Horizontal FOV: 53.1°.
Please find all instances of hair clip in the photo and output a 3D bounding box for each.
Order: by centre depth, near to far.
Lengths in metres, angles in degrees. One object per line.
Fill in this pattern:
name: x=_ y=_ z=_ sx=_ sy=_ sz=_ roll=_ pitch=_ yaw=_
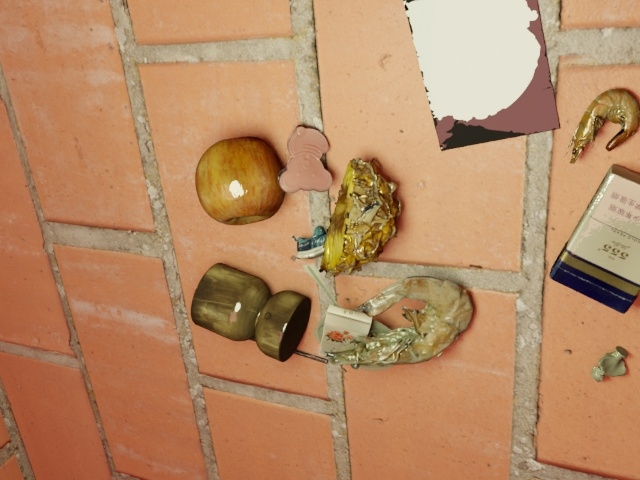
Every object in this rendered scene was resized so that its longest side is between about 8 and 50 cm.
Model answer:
hair clip: x=-0.032 y=-0.181 z=1.446 sx=0.123 sy=0.102 sz=0.138 roll=5 pitch=115 yaw=-14

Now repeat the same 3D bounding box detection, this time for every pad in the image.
pad: x=0.308 y=-0.369 z=1.246 sx=0.247 sy=0.007 sz=0.368 roll=-8 pitch=110 yaw=29

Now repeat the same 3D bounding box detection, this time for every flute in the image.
flute: x=-0.102 y=0.299 z=1.775 sx=0.269 sy=0.014 sz=0.014 roll=13 pitch=119 yaw=20

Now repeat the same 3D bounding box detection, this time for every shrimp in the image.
shrimp: x=0.530 y=-0.205 z=1.200 sx=0.095 sy=0.045 sz=0.163 roll=20 pitch=118 yaw=-7
shrimp: x=0.176 y=0.194 z=1.460 sx=0.360 sy=0.085 sz=0.247 roll=-20 pitch=123 yaw=2

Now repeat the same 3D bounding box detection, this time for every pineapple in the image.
pineapple: x=0.108 y=-0.026 z=1.408 sx=0.161 sy=0.158 sz=0.335 roll=12 pitch=113 yaw=-11

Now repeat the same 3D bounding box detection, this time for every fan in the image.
fan: x=0.065 y=0.195 z=1.556 sx=0.232 sy=0.012 sz=0.415 roll=-7 pitch=132 yaw=27

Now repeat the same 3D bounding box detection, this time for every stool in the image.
stool: x=-0.179 y=0.183 z=1.658 sx=0.264 sy=0.179 sz=0.179 roll=21 pitch=121 yaw=17

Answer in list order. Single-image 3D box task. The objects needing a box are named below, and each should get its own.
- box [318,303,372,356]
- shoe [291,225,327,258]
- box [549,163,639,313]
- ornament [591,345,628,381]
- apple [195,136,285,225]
box: x=0.058 y=0.236 z=1.570 sx=0.109 sy=0.029 sz=0.198 roll=15 pitch=139 yaw=5
shoe: x=0.000 y=0.000 z=1.554 sx=0.142 sy=0.064 sz=0.071 roll=-20 pitch=82 yaw=27
box: x=0.581 y=0.002 z=1.247 sx=0.168 sy=0.071 sz=0.259 roll=28 pitch=124 yaw=13
ornament: x=0.621 y=0.270 z=1.377 sx=0.092 sy=0.041 sz=0.068 roll=-34 pitch=118 yaw=23
apple: x=-0.185 y=-0.135 z=1.491 sx=0.211 sy=0.211 sz=0.188 roll=-18 pitch=75 yaw=32
